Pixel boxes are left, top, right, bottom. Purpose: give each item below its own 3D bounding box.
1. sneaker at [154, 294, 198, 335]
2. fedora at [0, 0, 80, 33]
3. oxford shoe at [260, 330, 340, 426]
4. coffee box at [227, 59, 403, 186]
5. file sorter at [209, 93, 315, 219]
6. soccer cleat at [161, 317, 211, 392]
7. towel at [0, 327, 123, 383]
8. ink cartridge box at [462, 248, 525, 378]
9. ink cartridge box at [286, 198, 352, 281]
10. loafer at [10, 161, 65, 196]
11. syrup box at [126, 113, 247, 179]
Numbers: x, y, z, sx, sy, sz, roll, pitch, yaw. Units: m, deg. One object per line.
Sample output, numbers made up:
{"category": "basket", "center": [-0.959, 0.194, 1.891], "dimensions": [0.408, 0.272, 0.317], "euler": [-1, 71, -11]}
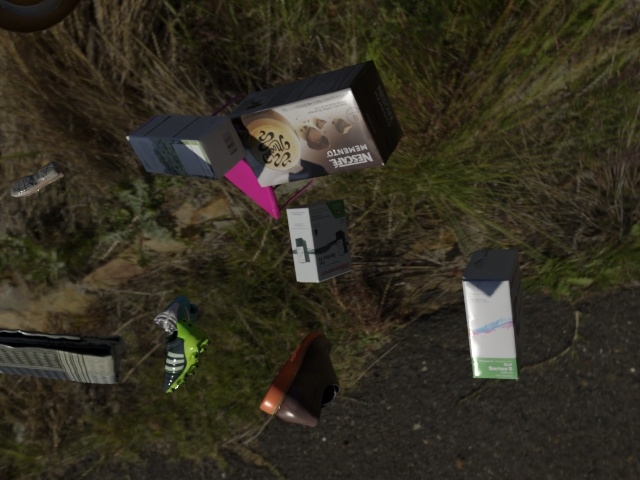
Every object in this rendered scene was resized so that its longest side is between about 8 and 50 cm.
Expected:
{"category": "sneaker", "center": [-0.385, 0.236, 1.854], "dimensions": [0.107, 0.275, 0.109], "euler": [28, 71, 10]}
{"category": "fedora", "center": [-0.445, -0.404, 0.946], "dimensions": [0.195, 0.079, 0.194], "euler": [0, 83, 0]}
{"category": "oxford shoe", "center": [-0.015, 0.234, 1.080], "dimensions": [0.098, 0.271, 0.096], "euler": [29, 109, 6]}
{"category": "coffee box", "center": [-0.013, -0.221, 1.262], "dimensions": [0.297, 0.118, 0.168], "euler": [-6, 126, 33]}
{"category": "file sorter", "center": [-0.173, -0.249, 1.828], "dimensions": [0.182, 0.202, 0.291], "euler": [-43, 64, -16]}
{"category": "soccer cleat", "center": [-0.254, 0.207, 1.161], "dimensions": [0.072, 0.060, 0.178], "euler": [41, 127, 12]}
{"category": "towel", "center": [-0.529, 0.206, 1.197], "dimensions": [0.313, 0.324, 0.056], "euler": [9, 68, -13]}
{"category": "ink cartridge box", "center": [0.342, 0.140, 1.260], "dimensions": [0.093, 0.154, 0.212], "euler": [-4, 109, 24]}
{"category": "ink cartridge box", "center": [0.000, 0.000, 1.775], "dimensions": [0.087, 0.153, 0.208], "euler": [0, 102, 43]}
{"category": "loafer", "center": [-0.621, -0.126, 1.420], "dimensions": [0.125, 0.039, 0.045], "euler": [-29, 57, 8]}
{"category": "syrup box", "center": [-0.273, -0.192, 1.305], "dimensions": [0.237, 0.096, 0.093], "euler": [11, 137, 40]}
